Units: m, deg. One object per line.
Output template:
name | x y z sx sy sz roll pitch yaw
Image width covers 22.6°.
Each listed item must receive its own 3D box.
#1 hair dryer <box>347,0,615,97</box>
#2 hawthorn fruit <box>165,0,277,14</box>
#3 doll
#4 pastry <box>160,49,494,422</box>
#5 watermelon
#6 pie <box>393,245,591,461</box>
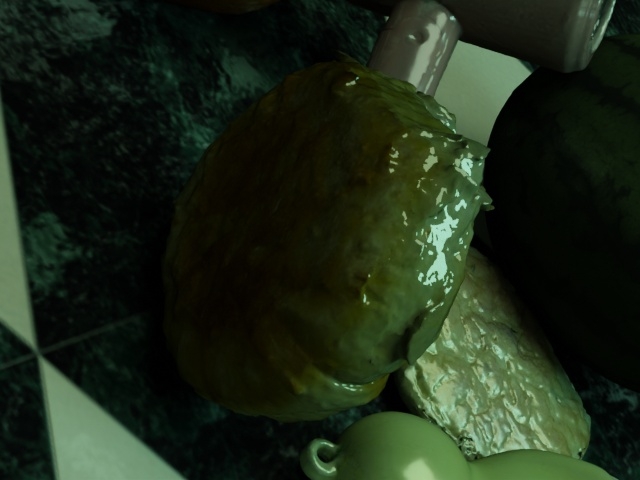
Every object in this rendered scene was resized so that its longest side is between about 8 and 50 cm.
hair dryer | 0.084 -0.116 1.236 0.210 0.125 0.352 20 76 13
hawthorn fruit | -0.060 -0.271 1.270 0.199 0.199 0.251 62 19 14
doll | 0.112 0.196 1.110 0.296 0.117 0.141 21 50 -17
pastry | 0.001 0.005 1.027 0.121 0.236 0.257 26 13 -34
watermelon | 0.290 -0.014 1.317 0.279 0.279 0.359 5 35 -46
pie | 0.123 0.100 1.245 0.218 0.052 0.185 59 33 5
